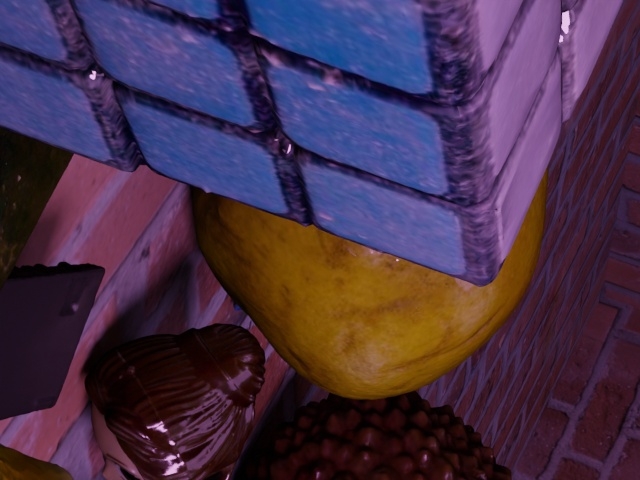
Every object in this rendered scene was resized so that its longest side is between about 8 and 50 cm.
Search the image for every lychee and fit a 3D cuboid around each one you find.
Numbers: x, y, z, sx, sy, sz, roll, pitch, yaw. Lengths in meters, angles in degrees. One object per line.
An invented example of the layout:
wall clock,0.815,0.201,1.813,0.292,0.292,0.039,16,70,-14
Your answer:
lychee,0.051,0.296,1.733,0.306,0.306,0.330,-26,106,-67

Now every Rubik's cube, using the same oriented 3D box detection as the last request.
Rubik's cube,-0.030,-0.234,0.742,0.344,0.337,0.344,72,41,-64

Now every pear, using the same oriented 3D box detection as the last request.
pear,0.036,-0.032,1.362,0.269,0.269,0.321,-58,172,-36

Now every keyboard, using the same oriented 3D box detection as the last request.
keyboard,-0.213,0.057,1.002,0.317,0.027,0.106,-4,116,-66

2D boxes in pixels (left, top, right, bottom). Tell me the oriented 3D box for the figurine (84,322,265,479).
figurine,-0.104,0.193,1.386,0.187,0.168,0.315,-92,174,-46

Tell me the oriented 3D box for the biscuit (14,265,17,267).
biscuit,-0.201,0.056,1.105,0.130,0.019,0.119,-41,147,-58

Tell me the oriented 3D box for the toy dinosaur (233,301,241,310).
toy dinosaur,0.000,0.000,1.661,0.188,0.075,0.247,-58,168,-5

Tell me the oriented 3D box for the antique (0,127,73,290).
antique,-0.162,-0.071,0.932,0.081,0.080,0.221,74,29,-44

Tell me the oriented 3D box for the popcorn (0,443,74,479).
popcorn,-0.215,0.125,0.741,0.276,0.225,0.276,-11,107,-40
